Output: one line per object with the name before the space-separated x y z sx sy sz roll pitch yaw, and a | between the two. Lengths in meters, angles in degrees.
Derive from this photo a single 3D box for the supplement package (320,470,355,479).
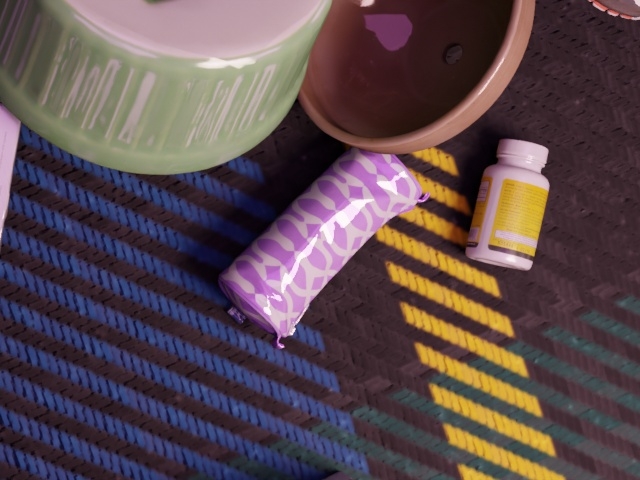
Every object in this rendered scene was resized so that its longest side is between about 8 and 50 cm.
supplement package | -0.021 0.341 1.117 0.203 0.149 0.194 -22 95 -13

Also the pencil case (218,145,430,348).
pencil case | 0.000 0.000 1.154 0.088 0.086 0.206 44 81 -2

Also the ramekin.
ramekin | -0.131 -0.220 1.036 0.303 0.148 0.303 9 64 -18

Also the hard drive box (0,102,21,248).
hard drive box | -0.370 -0.094 1.067 0.232 0.089 0.181 11 87 -13

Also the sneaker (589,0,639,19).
sneaker | 0.272 -0.272 1.228 0.158 0.065 0.061 37 82 -10

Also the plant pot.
plant pot | 0.094 -0.183 1.140 0.109 0.237 0.237 21 84 -54

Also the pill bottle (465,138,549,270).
pill bottle | 0.180 -0.034 1.206 0.065 0.065 0.116 14 88 -13
